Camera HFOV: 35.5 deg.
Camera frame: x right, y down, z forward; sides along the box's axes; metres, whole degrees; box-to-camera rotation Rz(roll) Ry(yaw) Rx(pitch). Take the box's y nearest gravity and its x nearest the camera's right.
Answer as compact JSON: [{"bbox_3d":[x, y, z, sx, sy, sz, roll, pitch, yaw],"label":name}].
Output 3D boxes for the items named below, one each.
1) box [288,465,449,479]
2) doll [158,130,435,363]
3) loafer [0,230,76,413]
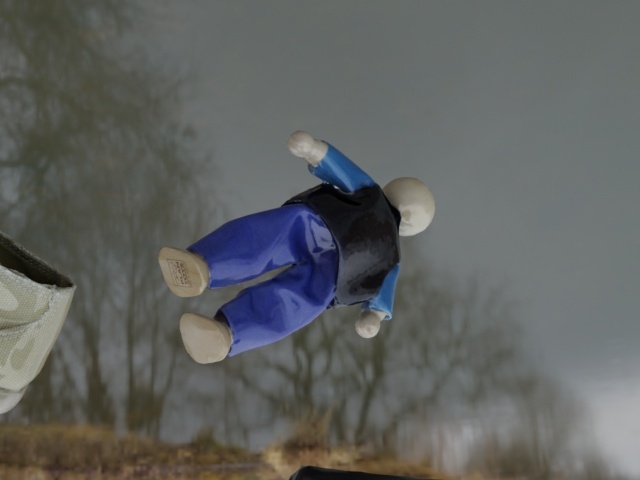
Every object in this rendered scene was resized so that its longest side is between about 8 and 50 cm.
[{"bbox_3d":[0.044,0.245,0.239,0.183,0.296,0.294,3,-173,8],"label":"box"},{"bbox_3d":[0.000,0.000,0.579,0.189,0.129,0.046,-22,-171,-38],"label":"doll"},{"bbox_3d":[-0.235,-0.028,0.527,0.092,0.268,0.102,-42,-165,0],"label":"loafer"}]
